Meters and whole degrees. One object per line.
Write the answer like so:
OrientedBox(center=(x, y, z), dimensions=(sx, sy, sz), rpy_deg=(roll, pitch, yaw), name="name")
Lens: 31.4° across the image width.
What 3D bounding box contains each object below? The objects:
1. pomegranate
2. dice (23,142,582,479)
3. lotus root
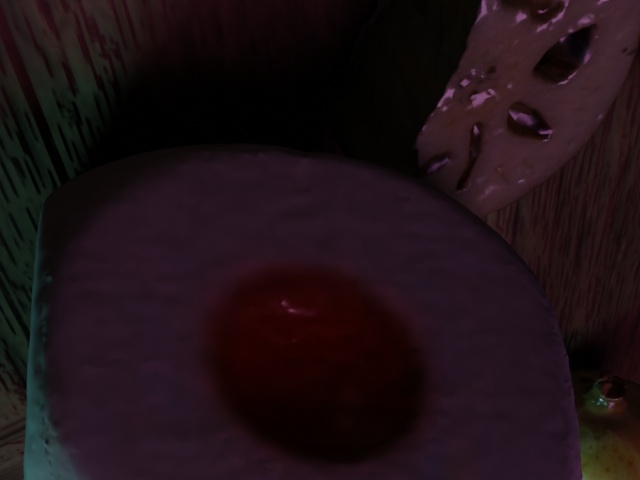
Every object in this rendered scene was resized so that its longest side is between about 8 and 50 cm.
OrientedBox(center=(0.277, 0.210, 1.143), dimensions=(0.196, 0.196, 0.196), rpy_deg=(-22, 145, -17), name="pomegranate")
OrientedBox(center=(-0.028, 0.109, 0.619), dimensions=(0.259, 0.243, 0.251), rpy_deg=(4, 153, -11), name="dice")
OrientedBox(center=(0.096, -0.120, 0.630), dimensions=(0.138, 0.119, 0.235), rpy_deg=(-8, 138, -25), name="lotus root")
